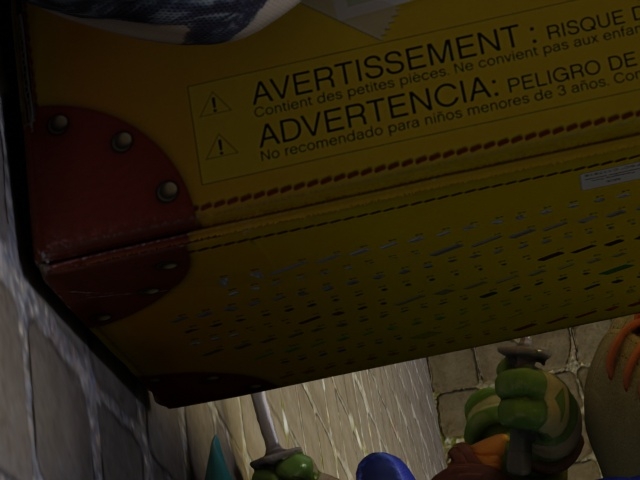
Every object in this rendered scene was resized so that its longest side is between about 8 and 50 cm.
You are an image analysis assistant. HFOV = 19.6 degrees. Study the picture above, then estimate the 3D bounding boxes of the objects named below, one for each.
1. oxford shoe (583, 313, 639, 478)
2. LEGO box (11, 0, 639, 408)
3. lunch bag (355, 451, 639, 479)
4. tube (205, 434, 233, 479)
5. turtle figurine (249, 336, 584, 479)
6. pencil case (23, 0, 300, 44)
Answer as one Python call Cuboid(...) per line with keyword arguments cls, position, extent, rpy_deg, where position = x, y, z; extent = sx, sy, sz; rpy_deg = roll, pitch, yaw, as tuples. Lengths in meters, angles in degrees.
Cuboid(cls="oxford shoe", position=(0.172, 0.087, 0.809), extent=(0.146, 0.140, 0.397), rpy_deg=(51, -5, 11))
Cuboid(cls="LEGO box", position=(0.125, -0.175, 0.759), extent=(0.193, 0.500, 0.372), rpy_deg=(64, 16, -67))
Cuboid(cls="lunch bag", position=(0.055, 0.215, 0.627), extent=(0.138, 0.221, 0.293), rpy_deg=(37, 41, -82))
Cuboid(cls="tube", position=(-0.032, 0.174, 0.793), extent=(0.207, 0.052, 0.080), rpy_deg=(-105, -170, -60))
Cuboid(cls="turtle figurine", position=(0.034, 0.126, 0.919), extent=(0.266, 0.198, 0.274), rpy_deg=(-72, 150, -48))
Cuboid(cls="pencil case", position=(-0.077, -0.179, 0.469), extent=(0.410, 0.160, 0.183), rpy_deg=(51, 42, -78))
